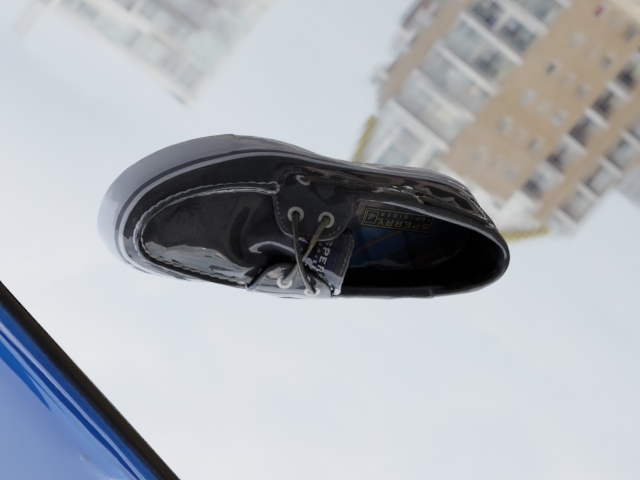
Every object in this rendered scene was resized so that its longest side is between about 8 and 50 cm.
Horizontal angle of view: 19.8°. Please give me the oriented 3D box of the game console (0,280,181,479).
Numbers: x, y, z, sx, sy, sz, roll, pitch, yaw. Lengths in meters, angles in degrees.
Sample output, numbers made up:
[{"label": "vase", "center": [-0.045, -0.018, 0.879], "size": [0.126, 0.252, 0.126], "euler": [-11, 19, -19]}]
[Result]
[{"label": "game console", "center": [-0.091, 0.046, 0.596], "size": [0.293, 0.173, 0.250], "euler": [53, -159, -29]}]

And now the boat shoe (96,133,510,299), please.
[{"label": "boat shoe", "center": [0.000, 0.000, 0.948], "size": [0.228, 0.080, 0.076], "euler": [6, -159, -33]}]
